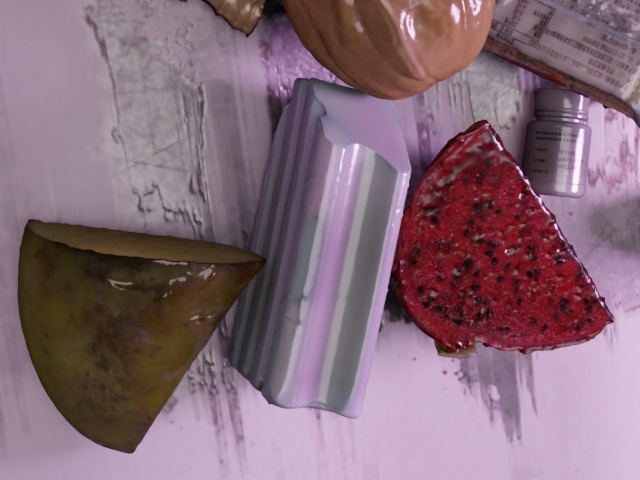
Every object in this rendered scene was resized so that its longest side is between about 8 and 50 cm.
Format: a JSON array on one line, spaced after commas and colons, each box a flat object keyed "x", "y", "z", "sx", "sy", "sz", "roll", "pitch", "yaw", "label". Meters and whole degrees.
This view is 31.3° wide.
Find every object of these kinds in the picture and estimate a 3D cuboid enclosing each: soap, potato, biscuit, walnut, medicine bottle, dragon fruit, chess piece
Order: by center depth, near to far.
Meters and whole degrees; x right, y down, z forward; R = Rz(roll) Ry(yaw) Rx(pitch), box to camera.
[{"x": 0.067, "y": -0.280, "z": 1.208, "sx": 0.225, "sy": 0.225, "sz": 0.261, "roll": -31, "pitch": 107, "yaw": -11, "label": "walnut"}, {"x": -0.208, "y": 0.124, "z": 1.234, "sx": 0.269, "sy": 0.112, "sz": 0.255, "roll": 8, "pitch": 105, "yaw": 5, "label": "potato"}, {"x": -0.144, "y": -0.287, "z": 1.263, "sx": 0.172, "sy": 0.060, "sz": 0.060, "roll": 23, "pitch": 91, "yaw": -16, "label": "chess piece"}, {"x": 0.000, "y": 0.000, "z": 1.265, "sx": 0.115, "sy": 0.208, "sz": 0.347, "roll": 10, "pitch": 94, "yaw": -20, "label": "soap"}, {"x": 0.293, "y": -0.258, "z": 1.341, "sx": 0.309, "sy": 0.079, "sz": 0.186, "roll": 25, "pitch": 87, "yaw": 12, "label": "biscuit"}, {"x": 0.176, "y": 0.012, "z": 1.365, "sx": 0.205, "sy": 0.152, "sz": 0.317, "roll": -34, "pitch": 113, "yaw": 3, "label": "dragon fruit"}, {"x": 0.291, "y": -0.120, "z": 1.405, "sx": 0.080, "sy": 0.080, "sz": 0.130, "roll": 4, "pitch": 93, "yaw": -18, "label": "medicine bottle"}]

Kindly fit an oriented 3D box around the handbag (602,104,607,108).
[{"x": 0.434, "y": -0.211, "z": 1.434, "sx": 0.139, "sy": 0.115, "sz": 0.072, "roll": -15, "pitch": 102, "yaw": -32, "label": "handbag"}]
